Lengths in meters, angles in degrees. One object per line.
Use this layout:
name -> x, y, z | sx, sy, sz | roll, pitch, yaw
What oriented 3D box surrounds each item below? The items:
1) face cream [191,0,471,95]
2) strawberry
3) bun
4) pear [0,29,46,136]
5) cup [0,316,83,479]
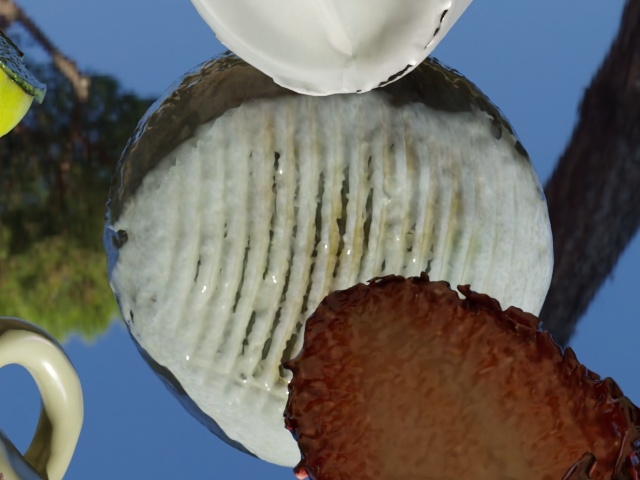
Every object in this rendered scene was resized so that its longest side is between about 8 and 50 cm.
face cream -> 0.034, -0.136, 0.469 | 0.073, 0.107, 0.269 | -5, -153, 22
strawberry -> 0.072, 0.098, 0.768 | 0.167, 0.087, 0.208 | -28, -142, 14
bun -> 0.000, 0.000, 1.311 | 0.362, 0.361, 0.211 | -8, -162, -11
pear -> -0.421, -0.139, 1.606 | 0.292, 0.159, 0.292 | -20, -141, 18
cup -> -0.312, 0.196, 1.375 | 0.173, 0.202, 0.255 | -13, -143, 21
